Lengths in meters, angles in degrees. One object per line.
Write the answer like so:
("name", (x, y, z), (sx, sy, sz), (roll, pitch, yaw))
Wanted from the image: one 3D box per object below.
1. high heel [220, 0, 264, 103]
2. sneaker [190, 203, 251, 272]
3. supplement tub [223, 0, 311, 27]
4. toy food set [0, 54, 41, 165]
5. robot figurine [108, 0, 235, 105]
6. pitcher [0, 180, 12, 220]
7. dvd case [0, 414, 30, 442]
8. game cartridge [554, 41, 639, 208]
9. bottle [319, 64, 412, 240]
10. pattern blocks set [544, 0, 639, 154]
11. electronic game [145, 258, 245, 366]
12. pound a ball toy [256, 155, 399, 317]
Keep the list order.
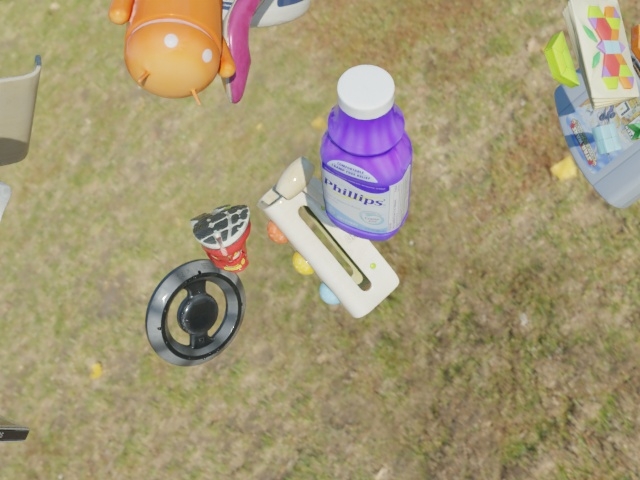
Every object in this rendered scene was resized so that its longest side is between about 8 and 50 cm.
("high heel", (-0.089, -0.321, 1.299), (0.082, 0.117, 0.244), (172, 97, -74))
("sneaker", (-0.162, 0.003, 1.602), (0.107, 0.118, 0.279), (-24, 10, -6))
("supplement tub", (-0.124, -0.537, 1.460), (0.235, 0.324, 0.235), (3, 31, -2))
("toy food set", (-0.635, -0.217, 1.531), (0.092, 0.306, 0.219), (55, 141, 22))
("robot figurine", (-0.189, -0.277, 1.167), (0.128, 0.158, 0.219), (-7, 60, 9))
("pitcher", (-0.502, -0.052, 1.163), (0.126, 0.207, 0.177), (-14, 60, 12))
("dvd case", (-0.584, 0.266, 1.369), (0.179, 0.238, 0.029), (20, 82, 15))
("game cartridge", (0.565, -0.222, 1.713), (0.198, 0.062, 0.297), (-42, 54, 40))
("bottle", (0.058, -0.106, 1.133), (0.118, 0.283, 0.092), (22, 64, 14))
("pattern blocks set", (0.457, -0.308, 1.436), (0.285, 0.324, 0.026), (-29, 8, -38))
("electronic game", (-0.251, 0.147, 1.811), (0.048, 0.229, 0.229), (25, 76, 49))
("pound a ball toy", (0.000, 0.000, 1.613), (0.136, 0.319, 0.208), (-42, 17, -4))
